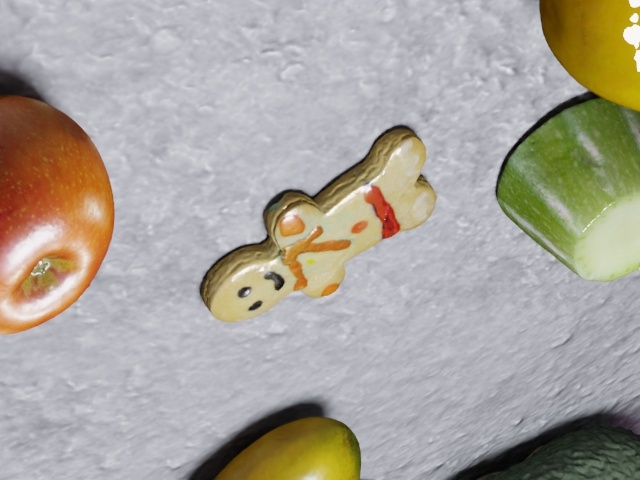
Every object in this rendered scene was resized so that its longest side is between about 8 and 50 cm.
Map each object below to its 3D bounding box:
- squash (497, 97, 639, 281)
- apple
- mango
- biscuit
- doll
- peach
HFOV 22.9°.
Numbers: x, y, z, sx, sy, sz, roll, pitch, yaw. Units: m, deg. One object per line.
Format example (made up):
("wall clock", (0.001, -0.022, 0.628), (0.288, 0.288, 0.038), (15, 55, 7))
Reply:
("squash", (0.261, -0.046, 1.493), (0.170, 0.123, 0.170), (-18, 139, -16))
("apple", (-0.218, -0.015, 1.095), (0.163, 0.139, 0.163), (-21, 142, -17))
("mango", (-0.053, 0.291, 1.625), (0.175, 0.139, 0.255), (-19, 138, -42))
("biscuit", (0.000, 0.000, 1.401), (0.234, 0.030, 0.153), (-31, 145, -5))
("doll", (0.289, 0.361, 1.929), (0.349, 0.247, 0.247), (-13, 141, -34))
("peach", (0.296, -0.215, 1.260), (0.251, 0.153, 0.251), (-14, 138, -13))
